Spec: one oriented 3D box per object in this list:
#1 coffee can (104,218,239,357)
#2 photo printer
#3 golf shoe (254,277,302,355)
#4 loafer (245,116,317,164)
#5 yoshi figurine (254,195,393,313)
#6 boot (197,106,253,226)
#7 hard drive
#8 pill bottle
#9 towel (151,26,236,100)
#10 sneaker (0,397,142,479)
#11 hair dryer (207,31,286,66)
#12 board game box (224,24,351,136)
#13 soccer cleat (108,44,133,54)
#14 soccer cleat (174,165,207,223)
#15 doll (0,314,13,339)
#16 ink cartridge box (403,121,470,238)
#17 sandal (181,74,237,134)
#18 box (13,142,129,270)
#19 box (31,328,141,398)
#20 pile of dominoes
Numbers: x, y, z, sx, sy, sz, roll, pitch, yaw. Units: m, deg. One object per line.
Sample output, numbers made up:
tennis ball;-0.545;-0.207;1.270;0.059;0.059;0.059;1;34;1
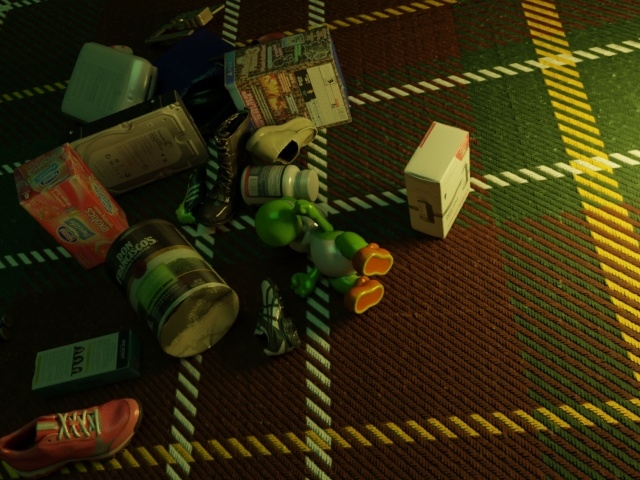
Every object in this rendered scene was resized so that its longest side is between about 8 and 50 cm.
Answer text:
coffee can;-0.345;0.106;1.542;0.201;0.201;0.275;-40;54;-12
photo printer;-0.638;-0.457;2.046;0.308;0.107;0.256;23;95;30
golf shoe;-0.116;0.171;1.502;0.094;0.077;0.198;-25;51;0
loafer;-0.088;-0.251;1.738;0.092;0.102;0.268;49;37;10
yoshi figurine;-0.022;0.011;1.518;0.203;0.203;0.362;-46;52;-9
boot;-0.245;-0.188;1.689;0.091;0.229;0.263;19;57;13
hard drive;-0.501;-0.253;1.828;0.339;0.237;0.064;-20;52;2
pill bottle;-0.102;-0.140;1.701;0.180;0.108;0.108;2;56;19
towel;-0.419;-0.532;2.113;0.308;0.076;0.228;-43;61;-15
sneaker;-0.536;0.416;1.419;0.314;0.136;0.116;-23;53;1
hair dryer;-0.196;-0.541;1.938;0.224;0.080;0.293;-24;11;-15
board game box;-0.085;-0.417;1.816;0.291;0.232;0.141;-12;52;8
soccer cleat;-0.735;-0.610;2.272;0.196;0.076;0.068;-28;85;-21
soccer cleat;-0.331;-0.121;1.798;0.072;0.060;0.178;11;65;12
doll;-0.892;0.248;1.711;0.189;0.046;0.129;-14;51;7
ink cartridge box;0.267;-0.132;1.507;0.092;0.218;0.158;21;64;23
sandal;-0.297;-0.440;1.964;0.446;0.107;0.167;-35;41;-12
box;-0.622;-0.079;1.699;0.154;0.300;0.142;-26;52;-3
box;-0.545;0.291;1.561;0.244;0.060;0.100;-14;53;8
pile of dominoes;-0.465;-0.745;2.248;0.251;0.040;0.196;5;47;38
